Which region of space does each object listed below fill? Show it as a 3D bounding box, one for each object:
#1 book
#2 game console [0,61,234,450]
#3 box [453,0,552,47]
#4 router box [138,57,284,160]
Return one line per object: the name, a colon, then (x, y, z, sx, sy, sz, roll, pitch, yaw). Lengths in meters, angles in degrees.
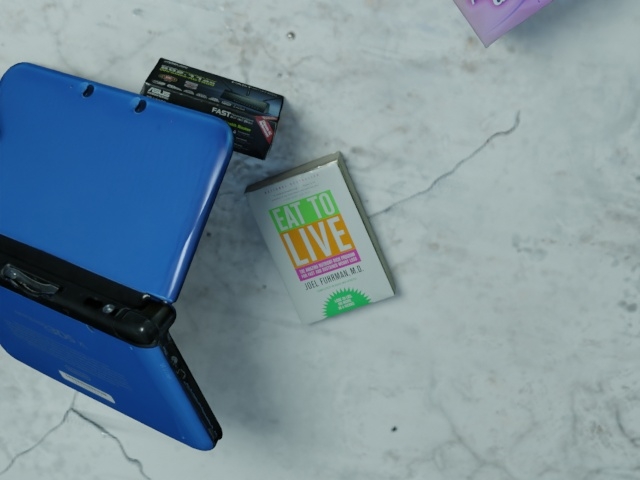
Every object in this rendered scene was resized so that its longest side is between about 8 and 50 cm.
book: (0.000, 0.000, 1.277, 0.096, 0.035, 0.144, -20, 109, 13)
game console: (-0.186, 0.011, 1.203, 0.293, 0.173, 0.250, 20, 146, 37)
box: (0.153, -0.323, 1.108, 0.213, 0.117, 0.243, -34, 104, 13)
router box: (-0.096, -0.117, 1.203, 0.122, 0.092, 0.038, 17, 110, -5)
